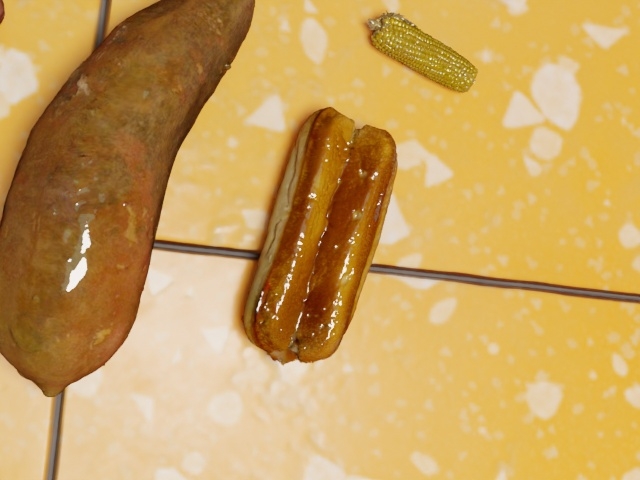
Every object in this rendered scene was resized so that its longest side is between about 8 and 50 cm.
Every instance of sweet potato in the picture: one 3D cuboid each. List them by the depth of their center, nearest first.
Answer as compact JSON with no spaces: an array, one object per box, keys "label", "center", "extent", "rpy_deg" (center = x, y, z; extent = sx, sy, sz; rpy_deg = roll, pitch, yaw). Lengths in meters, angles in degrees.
[{"label":"sweet potato","center":[-0.119,-0.051,0.633],"extent":[0.097,0.097,0.292],"rpy_deg":[24,80,-11]}]

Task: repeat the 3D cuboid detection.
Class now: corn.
[{"label":"corn","center":[0.067,-0.126,0.717],"extent":[0.083,0.027,0.028],"rpy_deg":[27,93,-13]}]

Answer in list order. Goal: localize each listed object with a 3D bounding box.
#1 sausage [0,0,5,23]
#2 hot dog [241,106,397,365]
[{"label":"sausage","center":[-0.255,-0.166,0.621],"extent":[0.154,0.062,0.062],"rpy_deg":[41,78,-8]},{"label":"hot dog","center":[0.000,0.000,0.682],"extent":[0.071,0.045,0.165],"rpy_deg":[19,82,-14]}]
